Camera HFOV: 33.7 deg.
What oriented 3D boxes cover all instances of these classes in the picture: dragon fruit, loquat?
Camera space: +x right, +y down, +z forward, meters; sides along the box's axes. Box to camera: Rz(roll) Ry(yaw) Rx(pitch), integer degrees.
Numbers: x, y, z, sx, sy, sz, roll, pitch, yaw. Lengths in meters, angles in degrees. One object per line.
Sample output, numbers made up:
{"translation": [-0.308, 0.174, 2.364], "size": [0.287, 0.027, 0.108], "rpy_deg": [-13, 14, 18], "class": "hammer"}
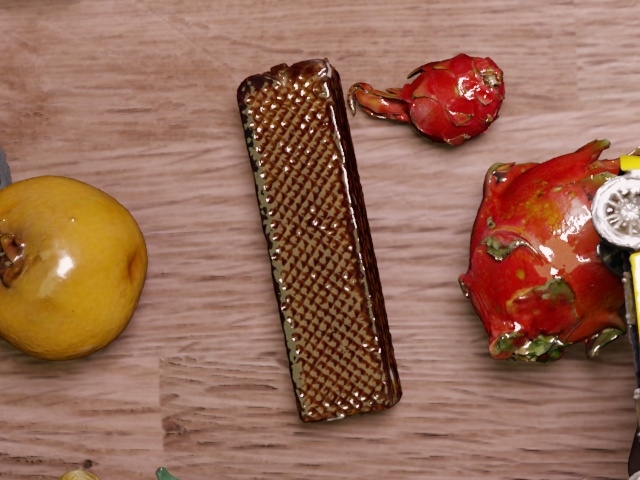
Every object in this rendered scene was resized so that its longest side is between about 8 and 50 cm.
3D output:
{"translation": [0.265, 0.009, 1.016], "size": [0.269, 0.198, 0.200], "rpy_deg": [-13, 68, 9], "class": "dragon fruit"}
{"translation": [0.113, -0.145, 1.110], "size": [0.190, 0.094, 0.094], "rpy_deg": [-1, 92, 41], "class": "dragon fruit"}
{"translation": [-0.295, 0.031, 1.171], "size": [0.208, 0.208, 0.208], "rpy_deg": [1, 93, 17], "class": "loquat"}

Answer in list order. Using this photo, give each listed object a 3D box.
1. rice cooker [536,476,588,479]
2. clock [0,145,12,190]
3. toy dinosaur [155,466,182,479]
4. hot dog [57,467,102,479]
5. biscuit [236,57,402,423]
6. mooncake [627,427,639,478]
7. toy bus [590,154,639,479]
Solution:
{"translation": [0.199, 0.307, 1.065], "size": [0.206, 0.145, 0.127], "rpy_deg": [-12, 79, 14], "class": "rice cooker"}
{"translation": [-0.489, -0.063, 1.304], "size": [0.226, 0.049, 0.226], "rpy_deg": [1, 92, 18], "class": "clock"}
{"translation": [-0.053, 0.343, 1.178], "size": [0.292, 0.079, 0.120], "rpy_deg": [13, 91, 13], "class": "toy dinosaur"}
{"translation": [-0.229, 0.365, 1.233], "size": [0.242, 0.073, 0.084], "rpy_deg": [38, 97, 11], "class": "hot dog"}
{"translation": [0.000, 0.000, 1.147], "size": [0.107, 0.073, 0.388], "rpy_deg": [-11, 90, 16], "class": "biscuit"}
{"translation": [0.403, 0.217, 0.948], "size": [0.245, 0.245, 0.133], "rpy_deg": [15, 97, 16], "class": "mooncake"}
{"translation": [0.299, 0.094, 0.823], "size": [0.152, 0.144, 0.330], "rpy_deg": [-6, 76, 16], "class": "toy bus"}
